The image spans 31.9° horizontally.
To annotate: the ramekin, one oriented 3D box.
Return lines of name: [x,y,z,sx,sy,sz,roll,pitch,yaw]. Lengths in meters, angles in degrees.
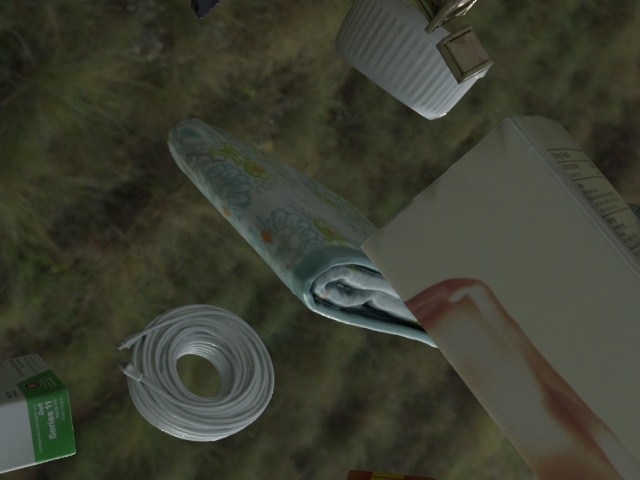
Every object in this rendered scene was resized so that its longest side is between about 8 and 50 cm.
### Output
ramekin: [0.117,-0.253,1.519,0.109,0.207,0.207,-54,159,11]

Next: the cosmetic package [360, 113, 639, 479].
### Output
cosmetic package: [0.178,0.075,0.695,0.129,0.296,0.153,-41,167,21]

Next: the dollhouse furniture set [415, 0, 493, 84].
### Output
dollhouse furniture set: [0.195,-0.310,1.313,0.161,0.182,0.101,-30,178,-14]

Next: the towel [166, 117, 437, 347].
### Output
towel: [0.000,0.000,1.456,0.090,0.320,0.374,-54,144,8]

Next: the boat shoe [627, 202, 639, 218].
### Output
boat shoe: [0.289,0.059,1.241,0.226,0.083,0.076,-46,132,5]

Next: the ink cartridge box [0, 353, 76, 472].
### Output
ink cartridge box: [-0.408,0.210,1.298,0.208,0.153,0.086,-11,107,-26]

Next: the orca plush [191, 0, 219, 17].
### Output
orca plush: [-0.201,-0.331,1.034,0.287,0.102,0.151,37,66,-37]

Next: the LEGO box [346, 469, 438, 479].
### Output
LEGO box: [0.142,0.527,1.087,0.193,0.372,0.500,-19,-132,63]

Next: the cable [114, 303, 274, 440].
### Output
cable: [-0.215,0.236,1.990,0.257,0.257,0.089,-35,168,-39]
